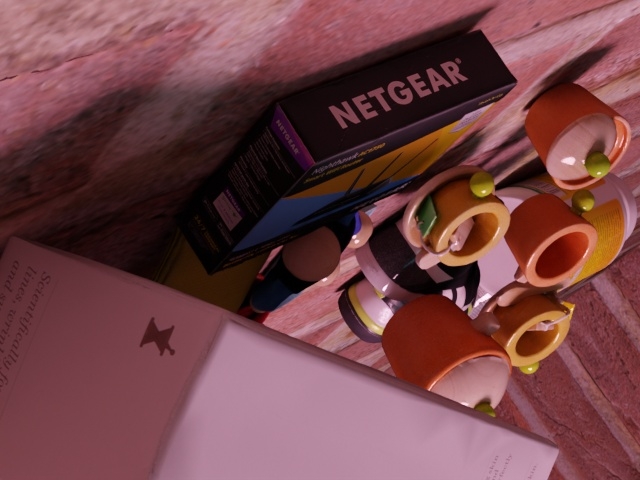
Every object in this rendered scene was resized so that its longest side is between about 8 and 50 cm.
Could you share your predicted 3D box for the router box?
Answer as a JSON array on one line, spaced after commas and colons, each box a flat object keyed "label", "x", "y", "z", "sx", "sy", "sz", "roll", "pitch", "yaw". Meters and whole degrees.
[{"label": "router box", "x": 0.016, "y": -0.053, "z": 0.992, "sx": 0.179, "sy": 0.046, "sz": 0.133, "roll": -25, "pitch": 167, "yaw": -40}]

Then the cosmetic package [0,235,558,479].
[{"label": "cosmetic package", "x": -0.039, "y": 0.157, "z": 0.937, "sx": 0.385, "sy": 0.156, "sz": 0.217, "roll": 29, "pitch": 82, "yaw": -53}]

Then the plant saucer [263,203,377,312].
[{"label": "plant saucer", "x": -0.017, "y": 0.019, "z": 1.325, "sx": 0.067, "sy": 0.018, "sz": 0.192, "roll": -28, "pitch": 168, "yaw": -29}]

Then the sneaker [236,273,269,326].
[{"label": "sneaker", "x": -0.063, "y": 0.074, "z": 1.248, "sx": 0.128, "sy": 0.087, "sz": 0.221, "roll": -36, "pitch": 171, "yaw": 24}]

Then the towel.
[{"label": "towel", "x": -0.100, "y": 0.065, "z": 1.096, "sx": 0.102, "sy": 0.021, "sz": 0.237, "roll": -18, "pitch": 148, "yaw": -47}]

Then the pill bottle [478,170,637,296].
[{"label": "pill bottle", "x": 0.242, "y": -0.013, "z": 1.702, "sx": 0.117, "sy": 0.118, "sz": 0.208, "roll": -40, "pitch": 169, "yaw": 35}]

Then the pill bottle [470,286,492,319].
[{"label": "pill bottle", "x": 0.155, "y": 0.070, "z": 1.942, "sx": 0.137, "sy": 0.078, "sz": 0.078, "roll": -37, "pitch": 170, "yaw": 20}]

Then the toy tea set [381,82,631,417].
[{"label": "toy tea set", "x": 0.166, "y": 0.032, "z": 1.383, "sx": 0.200, "sy": 0.124, "sz": 0.336, "roll": -17, "pitch": 139, "yaw": -23}]

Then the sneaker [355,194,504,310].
[{"label": "sneaker", "x": 0.129, "y": 0.005, "z": 1.507, "sx": 0.121, "sy": 0.079, "sz": 0.217, "roll": -37, "pitch": 163, "yaw": 20}]

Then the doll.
[{"label": "doll", "x": 0.000, "y": 0.000, "z": 1.130, "sx": 0.129, "sy": 0.046, "sz": 0.189, "roll": -51, "pitch": 177, "yaw": 6}]

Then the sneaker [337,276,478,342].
[{"label": "sneaker", "x": 0.113, "y": 0.046, "z": 1.673, "sx": 0.097, "sy": 0.084, "sz": 0.234, "roll": -42, "pitch": 167, "yaw": 31}]
